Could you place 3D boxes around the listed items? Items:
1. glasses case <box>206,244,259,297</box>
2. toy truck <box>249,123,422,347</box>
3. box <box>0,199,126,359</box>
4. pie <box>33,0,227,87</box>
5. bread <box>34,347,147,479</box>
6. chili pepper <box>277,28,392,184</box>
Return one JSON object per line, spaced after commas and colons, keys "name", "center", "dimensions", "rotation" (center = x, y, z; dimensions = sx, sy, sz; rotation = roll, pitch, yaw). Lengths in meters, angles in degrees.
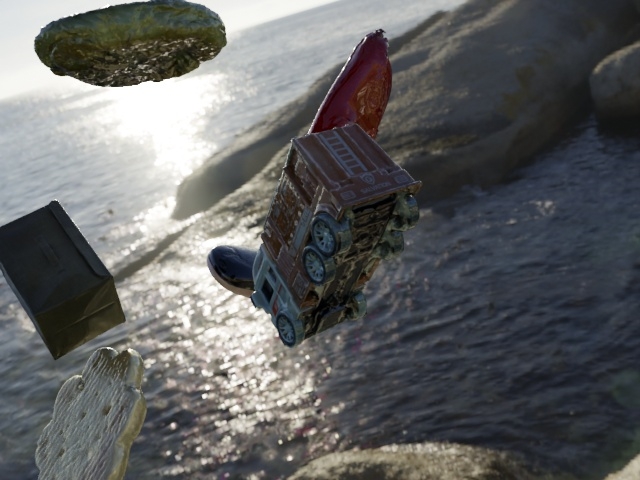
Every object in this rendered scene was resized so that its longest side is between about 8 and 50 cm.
{"name": "glasses case", "center": [-0.101, 0.078, 1.502], "dimensions": [0.314, 0.075, 0.122], "rotation": [15, 30, -40]}
{"name": "toy truck", "center": [0.000, 0.000, 0.937], "dimensions": [0.136, 0.305, 0.162], "rotation": [-19, 60, -32]}
{"name": "box", "center": [-0.490, 0.068, 1.308], "dimensions": [0.148, 0.155, 0.231], "rotation": [-30, 59, -25]}
{"name": "pie", "center": [-0.277, -0.286, 1.051], "dimensions": [0.276, 0.079, 0.277], "rotation": [-14, 3, 1]}
{"name": "bread", "center": [-0.394, 0.330, 1.212], "dimensions": [0.316, 0.054, 0.316], "rotation": [-30, 43, 33]}
{"name": "chili pepper", "center": [0.022, -0.148, 1.112], "dimensions": [0.110, 0.388, 0.110], "rotation": [26, 6, -3]}
